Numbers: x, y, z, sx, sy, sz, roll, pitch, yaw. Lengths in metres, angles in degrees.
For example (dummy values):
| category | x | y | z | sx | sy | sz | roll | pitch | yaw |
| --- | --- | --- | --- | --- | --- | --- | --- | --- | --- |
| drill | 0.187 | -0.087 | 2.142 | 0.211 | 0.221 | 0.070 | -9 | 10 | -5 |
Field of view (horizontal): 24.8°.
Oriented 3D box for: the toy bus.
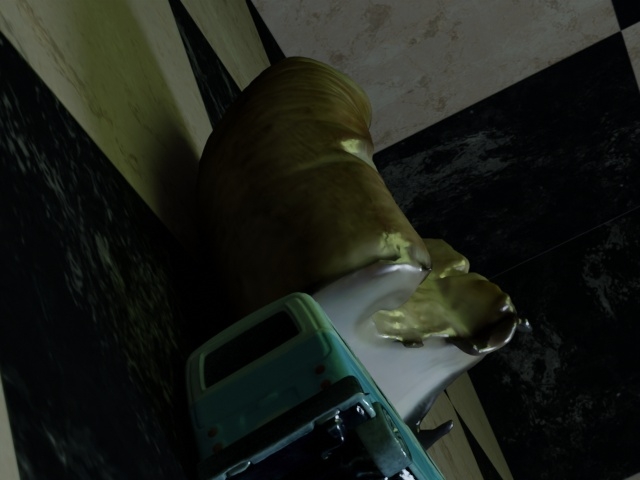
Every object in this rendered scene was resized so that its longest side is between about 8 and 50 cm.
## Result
| category | x | y | z | sx | sy | sz | roll | pitch | yaw |
| --- | --- | --- | --- | --- | --- | --- | --- | --- | --- |
| toy bus | 0.016 | 0.173 | 1.056 | 0.271 | 0.133 | 0.165 | 55 | 6 | -39 |

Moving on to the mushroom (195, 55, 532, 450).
| category | x | y | z | sx | sy | sz | roll | pitch | yaw |
| --- | --- | --- | --- | --- | --- | --- | --- | --- | --- |
| mushroom | -0.029 | -0.024 | 1.299 | 0.313 | 0.224 | 0.397 | 29 | 25 | -53 |
